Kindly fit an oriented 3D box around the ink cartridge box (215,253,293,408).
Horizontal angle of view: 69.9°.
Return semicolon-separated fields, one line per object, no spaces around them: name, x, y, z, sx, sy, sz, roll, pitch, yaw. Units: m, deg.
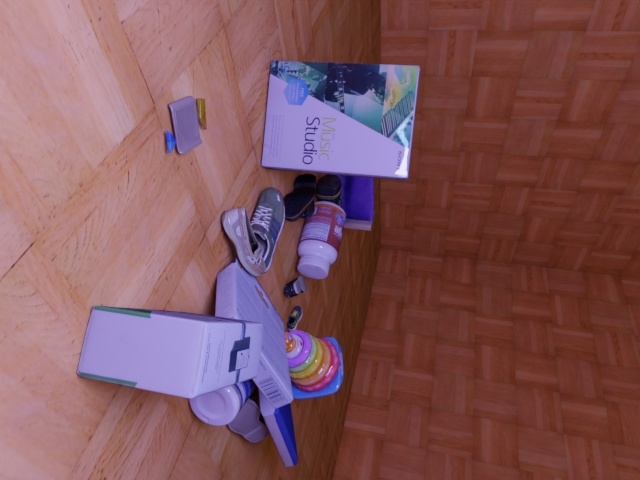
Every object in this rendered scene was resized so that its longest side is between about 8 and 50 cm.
ink cartridge box;-0.125;0.161;0.866;0.224;0.045;0.223;-106;170;-61

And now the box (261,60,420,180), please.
box;0.040;-0.258;0.985;0.058;0.321;0.233;-14;109;-79

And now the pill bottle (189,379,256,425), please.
pill bottle;-0.165;0.259;0.862;0.169;0.094;0.094;-45;140;-69

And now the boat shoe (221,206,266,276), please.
boat shoe;-0.135;0.004;0.877;0.056;0.048;0.153;-83;154;-59

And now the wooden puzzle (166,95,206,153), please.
wooden puzzle;-0.201;-0.173;0.682;0.116;0.014;0.079;-55;144;-64

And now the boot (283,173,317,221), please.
boot;-0.047;-0.085;1.224;0.219;0.082;0.106;-69;158;-53

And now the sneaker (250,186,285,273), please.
sneaker;-0.121;-0.024;0.971;0.086;0.064;0.192;30;70;-81

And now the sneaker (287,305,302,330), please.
sneaker;-0.076;0.227;1.360;0.035;0.031;0.083;79;22;-51

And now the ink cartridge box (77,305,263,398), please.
ink cartridge box;-0.182;0.142;0.614;0.208;0.153;0.087;44;52;-75

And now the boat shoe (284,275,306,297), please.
boat shoe;-0.071;0.134;1.323;0.133;0.042;0.049;-15;86;-77

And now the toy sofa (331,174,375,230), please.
toy sofa;0.131;-0.201;1.769;0.177;0.150;0.363;-69;161;-50

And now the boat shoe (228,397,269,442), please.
boat shoe;-0.170;0.388;1.028;0.065;0.075;0.206;52;-15;41

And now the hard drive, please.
hard drive;-0.108;0.396;1.132;0.319;0.040;0.210;82;-4;-46

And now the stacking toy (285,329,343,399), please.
stacking toy;-0.063;0.308;1.264;0.302;0.165;0.175;54;26;-48

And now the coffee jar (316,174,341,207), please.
coffee jar;0.031;-0.125;1.537;0.096;0.079;0.184;-68;159;-49

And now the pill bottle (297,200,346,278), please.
pill bottle;0.000;0.000;1.375;0.121;0.121;0.216;75;25;-57
